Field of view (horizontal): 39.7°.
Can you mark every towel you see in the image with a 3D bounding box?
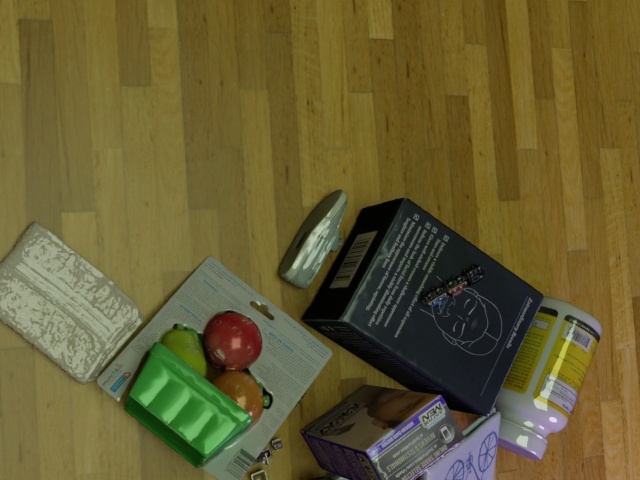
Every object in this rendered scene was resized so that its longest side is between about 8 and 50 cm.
[{"bbox_3d":[-0.487,0.122,1.668,0.282,0.049,0.187,41,71,-15],"label":"towel"}]

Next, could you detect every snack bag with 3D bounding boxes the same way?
[{"bbox_3d":[0.277,0.547,1.804,0.323,0.037,0.343,-20,116,-52],"label":"snack bag"}]

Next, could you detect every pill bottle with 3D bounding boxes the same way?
[{"bbox_3d":[0.488,0.309,1.989,0.188,0.188,0.334,31,75,-18],"label":"pill bottle"}]

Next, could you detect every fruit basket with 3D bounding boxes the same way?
[{"bbox_3d":[-0.197,0.248,1.722,0.327,0.165,0.353,37,53,2],"label":"fruit basket"}]

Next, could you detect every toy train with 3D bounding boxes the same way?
[{"bbox_3d":[0.266,0.093,1.772,0.158,0.027,0.036,-26,107,-23],"label":"toy train"}]

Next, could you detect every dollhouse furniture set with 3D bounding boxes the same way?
[{"bbox_3d":[-0.098,0.469,1.786,0.091,0.081,0.114,-16,92,-23],"label":"dollhouse furniture set"}]

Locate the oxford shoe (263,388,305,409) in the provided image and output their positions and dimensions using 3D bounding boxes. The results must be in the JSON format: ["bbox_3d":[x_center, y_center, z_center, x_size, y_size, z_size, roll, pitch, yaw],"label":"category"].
[{"bbox_3d":[-0.096,0.311,1.801,0.096,0.083,0.227,46,70,-9],"label":"oxford shoe"}]

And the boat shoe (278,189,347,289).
[{"bbox_3d":[0.000,0.001,1.874,0.081,0.079,0.227,38,78,-25],"label":"boat shoe"}]

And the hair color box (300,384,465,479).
[{"bbox_3d":[0.111,0.381,1.741,0.185,0.339,0.110,-32,98,-22],"label":"hair color box"}]

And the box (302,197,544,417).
[{"bbox_3d":[0.218,0.143,1.875,0.395,0.212,0.294,34,73,-16],"label":"box"}]

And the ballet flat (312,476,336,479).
[{"bbox_3d":[0.090,0.544,1.813,0.249,0.058,0.084,26,76,-19],"label":"ballet flat"}]

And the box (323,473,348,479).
[{"bbox_3d":[0.046,0.656,1.848,0.232,0.058,0.322,-24,94,-23],"label":"box"}]
